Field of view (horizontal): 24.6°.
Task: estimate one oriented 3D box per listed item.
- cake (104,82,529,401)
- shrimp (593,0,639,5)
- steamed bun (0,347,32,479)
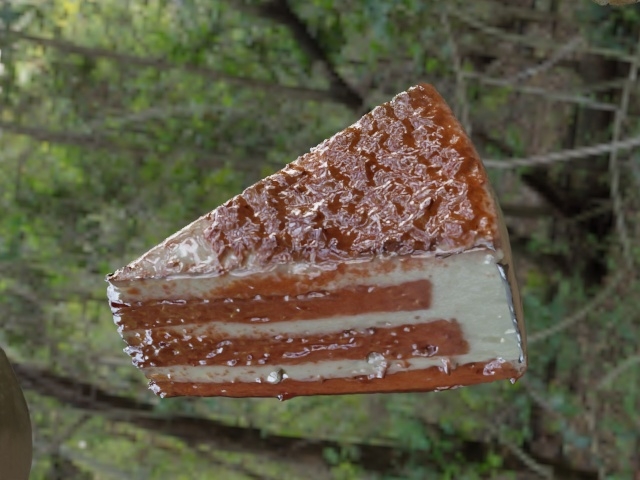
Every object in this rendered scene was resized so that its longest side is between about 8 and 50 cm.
[{"bbox_3d":[0.000,0.000,0.969,0.158,0.262,0.159,73,-163,-51],"label":"cake"},{"bbox_3d":[0.161,-0.185,0.765,0.043,0.091,0.184,-57,1,-30],"label":"shrimp"},{"bbox_3d":[-0.349,0.117,0.778,0.383,0.247,0.236,-37,-67,-56],"label":"steamed bun"}]
